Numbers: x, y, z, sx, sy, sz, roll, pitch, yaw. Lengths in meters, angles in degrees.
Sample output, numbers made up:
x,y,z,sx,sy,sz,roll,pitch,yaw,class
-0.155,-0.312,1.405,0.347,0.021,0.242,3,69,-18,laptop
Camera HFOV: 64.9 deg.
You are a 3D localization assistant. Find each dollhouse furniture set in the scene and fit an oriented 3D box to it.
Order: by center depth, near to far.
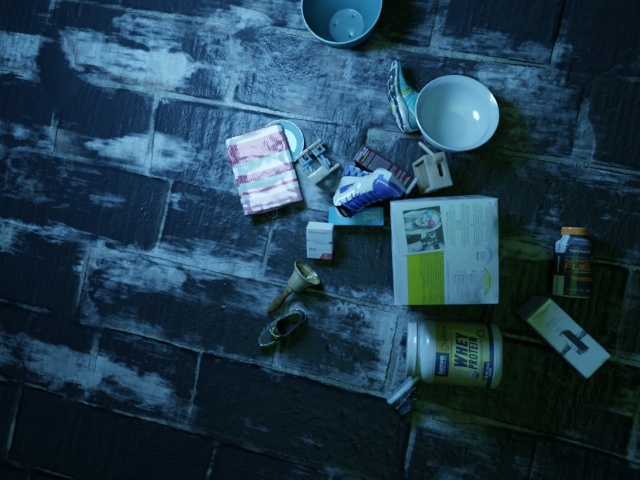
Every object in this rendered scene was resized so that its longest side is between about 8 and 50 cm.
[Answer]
x,y,z,sx,sy,sz,roll,pitch,yaw,class
-0.010,-0.297,1.887,0.129,0.183,0.129,-37,95,6,dollhouse furniture set

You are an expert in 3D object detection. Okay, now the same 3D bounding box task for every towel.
x,y,z,sx,sy,sz,roll,pitch,yaw,class
-0.223,-0.277,1.968,0.237,0.037,0.328,-16,85,3,towel

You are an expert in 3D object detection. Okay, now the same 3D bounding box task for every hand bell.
x,y,z,sx,sy,sz,roll,pitch,yaw,class
-0.129,0.204,1.959,0.126,0.126,0.242,46,107,7,hand bell

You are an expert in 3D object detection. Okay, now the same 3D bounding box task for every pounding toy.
x,y,z,sx,sy,sz,roll,pitch,yaw,class
0.415,-0.275,1.816,0.094,0.206,0.180,-12,87,-10,pounding toy

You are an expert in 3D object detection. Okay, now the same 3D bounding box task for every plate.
x,y,z,sx,sy,sz,roll,pitch,yaw,class
-0.157,-0.385,2.003,0.188,0.024,0.188,0,89,9,plate

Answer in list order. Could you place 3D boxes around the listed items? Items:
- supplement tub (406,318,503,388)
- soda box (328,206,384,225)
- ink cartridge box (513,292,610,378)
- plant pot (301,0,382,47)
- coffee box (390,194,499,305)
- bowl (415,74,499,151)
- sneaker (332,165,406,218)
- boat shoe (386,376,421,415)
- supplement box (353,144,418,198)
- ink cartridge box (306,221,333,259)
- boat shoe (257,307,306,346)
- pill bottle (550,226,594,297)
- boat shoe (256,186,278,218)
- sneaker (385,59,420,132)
x,y,z,sx,sy,sz,roll,pitch,yaw,class
0.466,0.398,1.790,0.317,0.228,0.228,2,89,9,supplement tub
0.138,-0.092,1.930,0.210,0.067,0.071,1,89,8,soda box
0.832,0.325,1.750,0.114,0.197,0.273,-45,83,5,ink cartridge box
0.087,-0.844,1.887,0.291,0.195,0.290,0,89,8,plant pot
0.413,0.022,1.728,0.335,0.337,0.337,-2,97,8,coffee box
0.482,-0.437,1.834,0.298,0.134,0.297,0,75,0,bowl
0.153,-0.159,1.818,0.127,0.316,0.182,39,78,-33,sneaker
0.341,0.572,1.892,0.083,0.065,0.183,44,101,4,boat shoe
0.243,-0.254,1.885,0.240,0.130,0.073,33,90,7,supplement box
0.000,0.000,1.924,0.099,0.056,0.135,5,123,8,ink cartridge box
-0.158,0.342,1.965,0.228,0.069,0.081,-37,84,6,boat shoe
0.891,0.076,1.780,0.131,0.130,0.245,4,89,9,pill bottle
-0.216,-0.151,1.998,0.049,0.040,0.142,-29,85,7,boat shoe
0.320,-0.545,1.910,0.110,0.107,0.275,-15,92,-11,sneaker
